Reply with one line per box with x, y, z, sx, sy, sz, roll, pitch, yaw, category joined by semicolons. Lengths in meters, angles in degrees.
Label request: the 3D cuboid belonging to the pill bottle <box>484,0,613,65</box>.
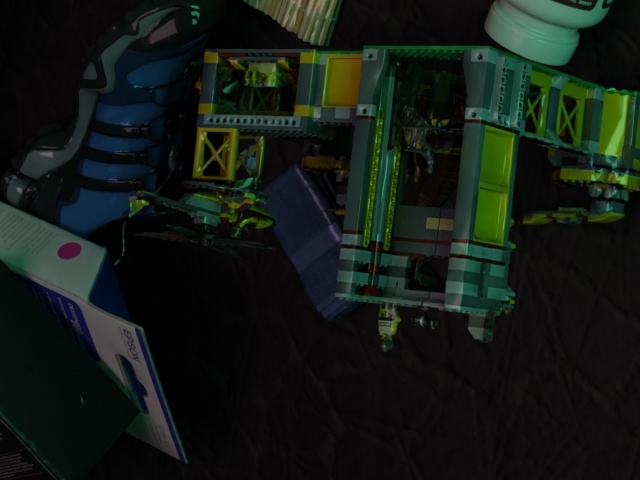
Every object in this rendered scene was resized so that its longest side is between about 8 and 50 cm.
0.167;-0.199;1.200;0.086;0.086;0.152;36;119;26;pill bottle

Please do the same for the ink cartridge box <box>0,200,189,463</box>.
-0.255;0.051;1.543;0.371;0.069;0.176;25;145;32;ink cartridge box

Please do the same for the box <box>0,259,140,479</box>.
-0.295;0.128;1.528;0.184;0.103;0.261;47;150;-15;box

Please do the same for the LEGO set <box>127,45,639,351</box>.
0.055;-0.021;1.223;0.331;0.255;0.192;5;87;29;LEGO set

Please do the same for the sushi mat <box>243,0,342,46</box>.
-0.007;-0.320;1.347;0.151;0.019;0.317;33;118;28;sushi mat

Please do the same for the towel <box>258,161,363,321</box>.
0.000;0.000;1.409;0.067;0.029;0.119;-36;79;36;towel

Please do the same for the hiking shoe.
-0.141;-0.091;1.459;0.132;0.113;0.304;47;133;6;hiking shoe
